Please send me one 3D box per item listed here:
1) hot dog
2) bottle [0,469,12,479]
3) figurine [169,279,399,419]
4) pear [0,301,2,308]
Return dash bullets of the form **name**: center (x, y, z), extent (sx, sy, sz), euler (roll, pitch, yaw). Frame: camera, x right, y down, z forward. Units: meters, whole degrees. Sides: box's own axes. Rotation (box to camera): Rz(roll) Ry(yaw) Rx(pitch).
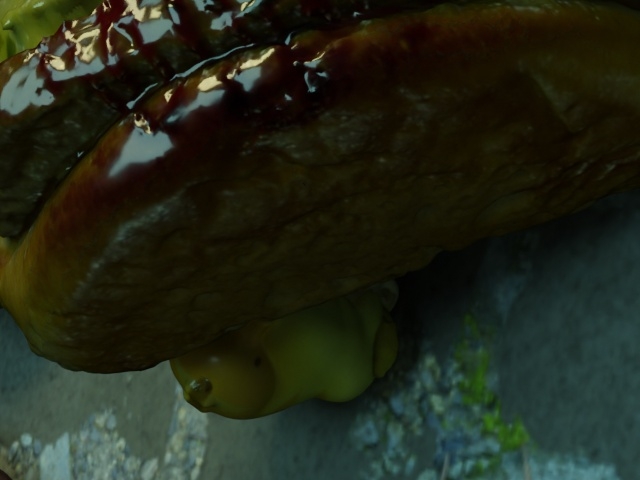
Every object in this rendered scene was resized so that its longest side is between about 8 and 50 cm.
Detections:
- **hot dog**: center (-0.016, -0.090, 0.964), extent (0.405, 0.223, 0.185), euler (-21, 57, 13)
- **bottle**: center (-0.290, 0.179, 1.389), extent (0.233, 0.110, 0.110), euler (15, 90, 50)
- **figurine**: center (0.000, 0.000, 1.107), extent (0.156, 0.131, 0.246), euler (41, 96, 6)
- **pear**: center (-0.240, -0.008, 1.393), extent (0.141, 0.104, 0.141), euler (-50, 10, 12)
